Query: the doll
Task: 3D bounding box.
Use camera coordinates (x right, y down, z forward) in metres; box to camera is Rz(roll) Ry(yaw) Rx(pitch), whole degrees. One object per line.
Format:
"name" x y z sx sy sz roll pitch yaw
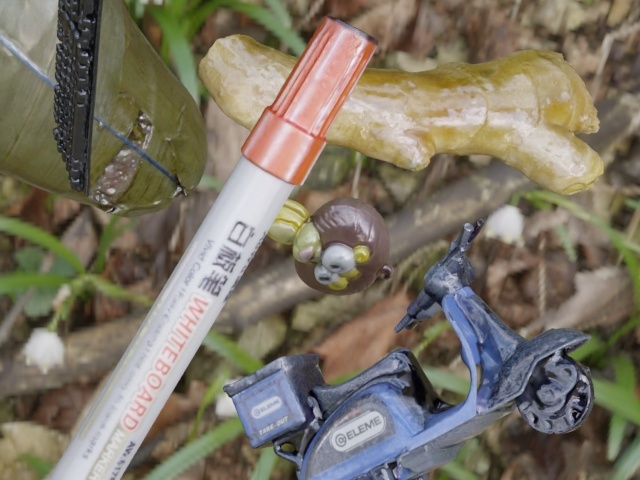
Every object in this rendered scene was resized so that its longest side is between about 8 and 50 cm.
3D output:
"doll" -0.004 0.006 1.857 0.188 0.145 0.096 6 41 6

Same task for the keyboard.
"keyboard" -0.178 -0.130 1.133 0.023 0.231 0.072 -7 53 -17

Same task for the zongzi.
"zongzi" -0.216 -0.220 1.522 0.356 0.393 0.174 24 24 -30

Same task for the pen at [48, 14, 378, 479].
"pen" -0.048 0.018 0.613 0.028 0.239 0.028 31 10 -6

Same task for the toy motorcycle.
"toy motorcycle" 0.090 0.140 1.498 0.125 0.359 0.212 3 60 -63

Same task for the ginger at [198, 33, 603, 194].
"ginger" 0.059 -0.097 1.096 0.299 0.065 0.118 5 54 -14
